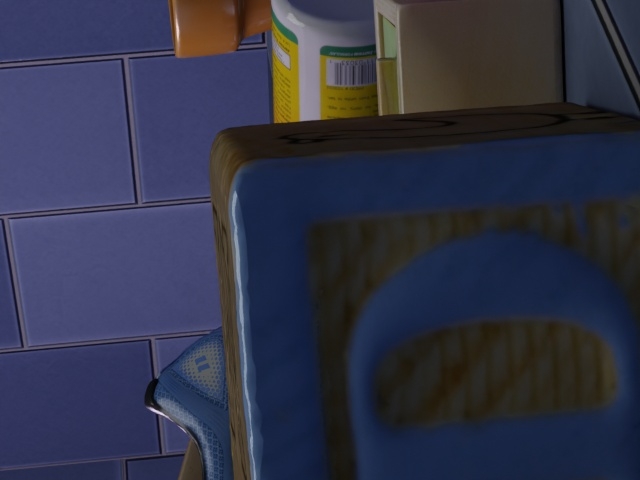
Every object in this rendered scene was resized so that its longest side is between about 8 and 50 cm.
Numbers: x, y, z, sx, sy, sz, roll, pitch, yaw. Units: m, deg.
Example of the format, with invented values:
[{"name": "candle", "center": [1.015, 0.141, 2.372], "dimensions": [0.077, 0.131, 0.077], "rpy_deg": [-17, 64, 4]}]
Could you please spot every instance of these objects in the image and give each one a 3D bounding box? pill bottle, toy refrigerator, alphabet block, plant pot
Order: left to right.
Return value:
[{"name": "plant pot", "center": [-0.042, -0.268, 1.592], "dimensions": [0.205, 0.188, 0.205], "rpy_deg": [174, 90, -85]}, {"name": "pill bottle", "center": [0.021, -0.115, 1.436], "dimensions": [0.118, 0.117, 0.208], "rpy_deg": [-100, 7, -48]}, {"name": "alphabet block", "center": [0.053, 0.045, 0.810], "dimensions": [0.197, 0.192, 0.193], "rpy_deg": [-131, 39, -80]}, {"name": "toy refrigerator", "center": [0.079, -0.002, 1.002], "dimensions": [0.102, 0.094, 0.270], "rpy_deg": [-112, 18, -75]}]

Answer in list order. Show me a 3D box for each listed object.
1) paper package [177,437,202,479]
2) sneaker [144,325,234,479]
[{"name": "paper package", "center": [-0.012, 0.183, 1.257], "dimensions": [0.309, 0.168, 0.325], "rpy_deg": [104, -178, -72]}, {"name": "sneaker", "center": [0.001, 0.196, 1.039], "dimensions": [0.330, 0.147, 0.130], "rpy_deg": [63, -179, 19]}]
